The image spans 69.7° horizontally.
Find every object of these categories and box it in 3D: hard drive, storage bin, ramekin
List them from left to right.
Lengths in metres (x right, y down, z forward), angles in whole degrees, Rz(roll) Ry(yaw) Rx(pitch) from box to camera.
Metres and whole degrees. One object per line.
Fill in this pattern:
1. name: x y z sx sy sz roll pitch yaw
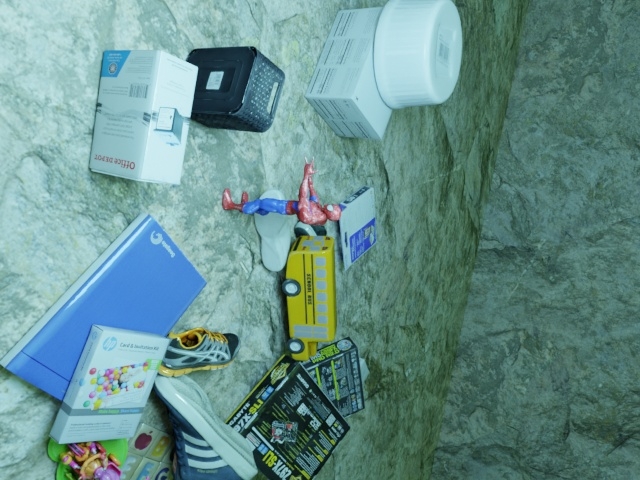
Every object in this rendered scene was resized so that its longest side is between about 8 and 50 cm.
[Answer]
1. hard drive: -0.360 0.136 0.826 0.319 0.040 0.210 -56 142 -28
2. storage bin: -0.167 -0.273 0.835 0.084 0.180 0.122 20 85 -56
3. ramekin: 0.258 -0.476 1.173 0.277 0.135 0.278 -24 120 -51

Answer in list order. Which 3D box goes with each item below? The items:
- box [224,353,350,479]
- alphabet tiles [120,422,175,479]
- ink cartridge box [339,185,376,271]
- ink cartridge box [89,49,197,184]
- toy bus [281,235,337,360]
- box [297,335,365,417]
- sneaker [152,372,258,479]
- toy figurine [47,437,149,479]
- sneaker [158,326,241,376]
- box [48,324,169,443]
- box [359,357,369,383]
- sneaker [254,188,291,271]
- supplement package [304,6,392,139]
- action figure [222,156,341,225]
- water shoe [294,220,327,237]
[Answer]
1. box: -0.082 0.509 1.242 0.257 0.079 0.322 -46 122 -22
2. alphabet tiles: -0.410 0.554 0.932 0.343 0.011 0.285 -60 143 -23
3. ink cartridge box: 0.108 -0.040 1.453 0.208 0.045 0.207 -39 132 -44
4. ink cartridge box: -0.283 -0.193 0.729 0.082 0.139 0.191 -1 103 -58
5. toy bus: -0.025 0.158 1.221 0.108 0.130 0.333 -74 163 -66
6. box: 0.020 0.445 1.399 0.216 0.060 0.270 -19 121 -16
7. sneaker: -0.277 0.429 0.980 0.148 0.131 0.350 -32 114 -7
8. toy figurine: -0.367 0.402 0.790 0.130 0.159 0.173 -47 131 -34
9. sneaker: -0.247 0.224 0.976 0.214 0.084 0.083 -2 115 -56
10. box: -0.358 0.248 0.797 0.145 0.038 0.186 31 75 -56
11. box: 0.094 0.448 1.561 0.101 0.101 0.087 -52 141 -29
12. sneaker: -0.106 -0.035 1.127 0.094 0.080 0.212 -47 145 -54
13. supplement package: 0.107 -0.434 1.218 0.204 0.145 0.262 34 74 -55
14. action figure: -0.072 -0.105 0.947 0.091 0.280 0.139 1 101 -57
15. water shoe: 0.000 0.000 1.284 0.080 0.072 0.203 -62 145 -25
